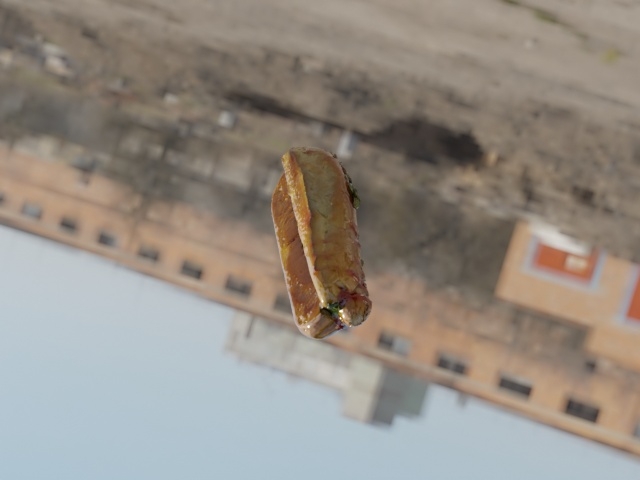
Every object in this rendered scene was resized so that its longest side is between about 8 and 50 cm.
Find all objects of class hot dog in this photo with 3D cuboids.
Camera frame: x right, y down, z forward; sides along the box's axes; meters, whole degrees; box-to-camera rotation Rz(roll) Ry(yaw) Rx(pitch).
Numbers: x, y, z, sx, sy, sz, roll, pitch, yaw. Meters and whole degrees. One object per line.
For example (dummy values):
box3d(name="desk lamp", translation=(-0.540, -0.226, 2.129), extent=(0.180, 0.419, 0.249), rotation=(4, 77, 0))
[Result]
box3d(name="hot dog", translation=(0.002, 0.000, 1.025), extent=(0.038, 0.062, 0.144), rotation=(9, -146, -17))
